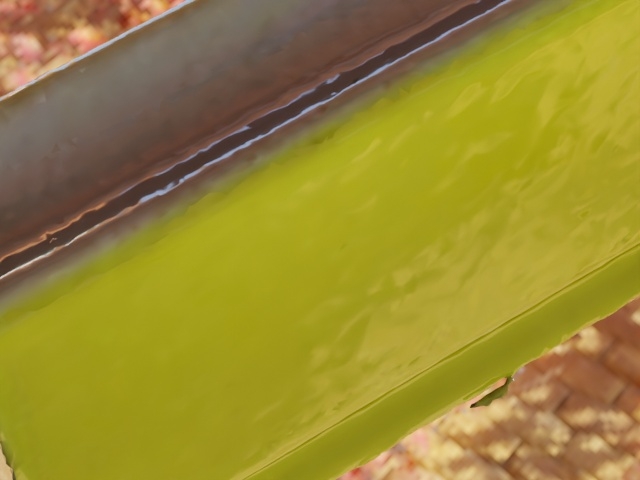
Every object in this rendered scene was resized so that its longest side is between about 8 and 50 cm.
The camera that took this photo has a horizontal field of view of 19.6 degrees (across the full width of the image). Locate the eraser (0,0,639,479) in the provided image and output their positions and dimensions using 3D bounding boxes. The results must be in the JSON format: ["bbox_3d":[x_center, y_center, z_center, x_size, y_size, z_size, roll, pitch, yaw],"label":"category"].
[{"bbox_3d":[0.000,0.000,0.497,0.069,0.226,0.158,50,-18,35],"label":"eraser"}]
